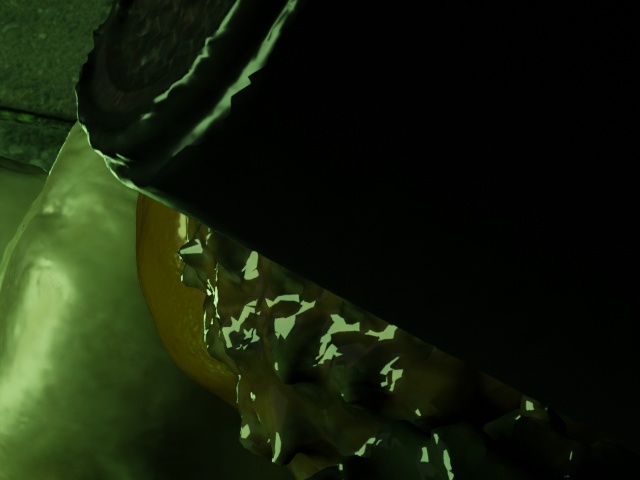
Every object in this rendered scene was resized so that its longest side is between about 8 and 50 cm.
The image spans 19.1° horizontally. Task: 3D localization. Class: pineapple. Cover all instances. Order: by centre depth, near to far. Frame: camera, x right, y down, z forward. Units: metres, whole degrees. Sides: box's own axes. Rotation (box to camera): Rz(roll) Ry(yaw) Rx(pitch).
[{"bbox_3d":[0.043,0.067,0.500,0.169,0.169,0.340,115,153,-51],"label":"pineapple"}]

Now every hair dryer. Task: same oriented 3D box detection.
[{"bbox_3d":[0.102,-0.061,0.335,0.251,0.197,0.089,-46,30,31],"label":"hair dryer"}]

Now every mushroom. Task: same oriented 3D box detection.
[{"bbox_3d":[-0.096,0.036,0.900,0.254,0.234,0.260,-50,-27,-62],"label":"mushroom"}]

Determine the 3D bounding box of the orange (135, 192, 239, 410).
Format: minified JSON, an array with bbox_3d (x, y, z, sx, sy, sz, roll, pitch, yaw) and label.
[{"bbox_3d":[0.000,0.000,0.720,0.136,0.159,0.159,-28,42,29],"label":"orange"}]
